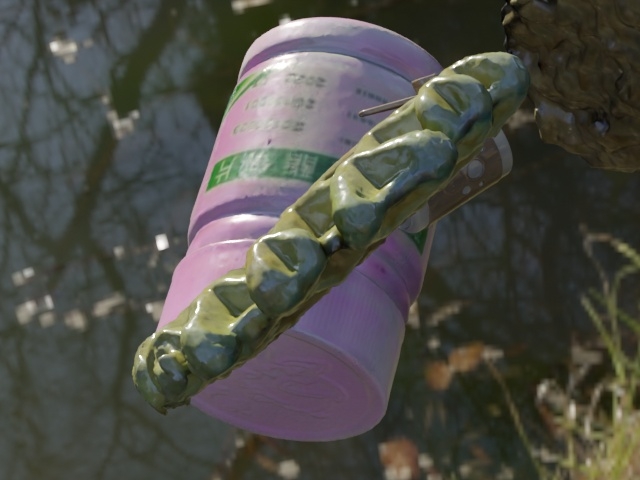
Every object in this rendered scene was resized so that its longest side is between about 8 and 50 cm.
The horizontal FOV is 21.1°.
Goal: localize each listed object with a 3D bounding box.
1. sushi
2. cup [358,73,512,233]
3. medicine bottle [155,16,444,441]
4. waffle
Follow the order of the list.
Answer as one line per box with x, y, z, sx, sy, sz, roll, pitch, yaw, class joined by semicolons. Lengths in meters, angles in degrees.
0.254;-0.171;1.183;0.171;0.350;0.211;-42;87;-21;sushi
0.087;-0.068;1.351;0.099;0.102;0.074;-34;34;-21;cup
-0.007;-0.013;1.506;0.212;0.212;0.325;6;56;17;medicine bottle
0.000;0.000;1.044;0.292;0.309;0.056;-43;88;-14;waffle
